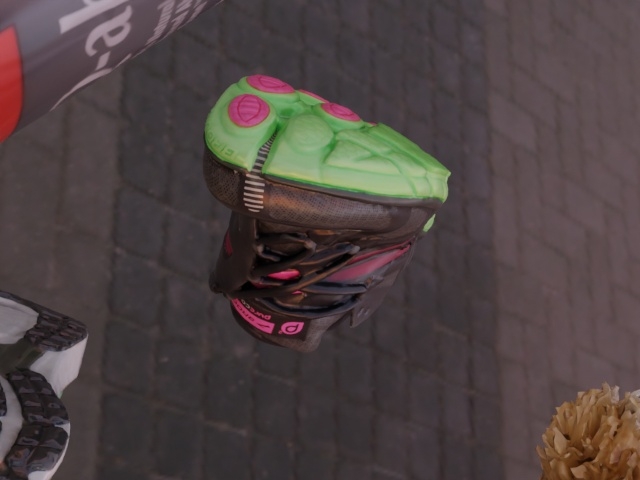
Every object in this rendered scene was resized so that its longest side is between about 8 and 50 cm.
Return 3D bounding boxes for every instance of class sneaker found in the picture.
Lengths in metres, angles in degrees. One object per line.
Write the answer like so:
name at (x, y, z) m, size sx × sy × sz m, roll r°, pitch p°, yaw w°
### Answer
sneaker at (-0.248, 0.162, 0.899) m, size 0.410 × 0.158 × 0.182 m, roll -82°, pitch -172°, yaw -77°
sneaker at (0.000, 0.000, 1.174) m, size 0.202 × 0.185 × 0.483 m, roll -63°, pitch 166°, yaw -4°

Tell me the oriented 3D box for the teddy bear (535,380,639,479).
teddy bear at (0.059, 0.199, 0.440) m, size 0.113 × 0.245 × 0.338 m, roll 19°, pitch 60°, yaw 2°

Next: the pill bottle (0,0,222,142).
pill bottle at (-0.166, -0.135, 0.527) m, size 0.363 × 0.210 × 0.210 m, roll -39°, pitch 109°, yaw -27°
